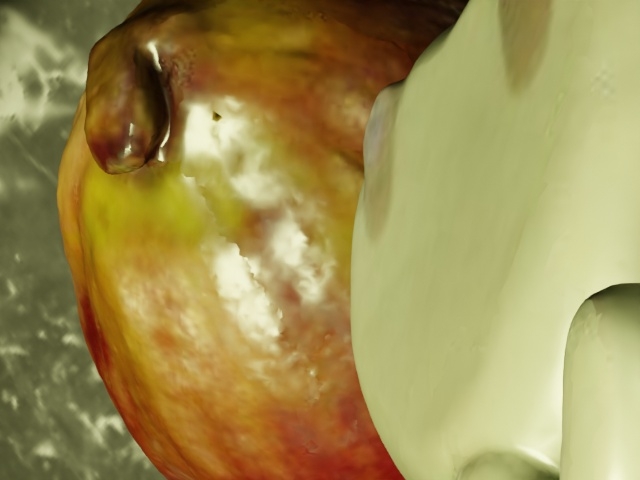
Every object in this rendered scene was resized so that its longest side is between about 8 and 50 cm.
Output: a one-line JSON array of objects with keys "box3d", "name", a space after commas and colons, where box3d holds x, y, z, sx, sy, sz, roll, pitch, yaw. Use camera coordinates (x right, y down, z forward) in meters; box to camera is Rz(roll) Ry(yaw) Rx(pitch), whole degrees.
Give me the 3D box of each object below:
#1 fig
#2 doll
[{"box3d": [0.007, 0.002, 0.756, 0.224, 0.224, 0.263, 18, 138, 25], "name": "fig"}, {"box3d": [0.174, 0.003, 0.587, 0.226, 0.370, 0.215, 68, 148, 30], "name": "doll"}]
